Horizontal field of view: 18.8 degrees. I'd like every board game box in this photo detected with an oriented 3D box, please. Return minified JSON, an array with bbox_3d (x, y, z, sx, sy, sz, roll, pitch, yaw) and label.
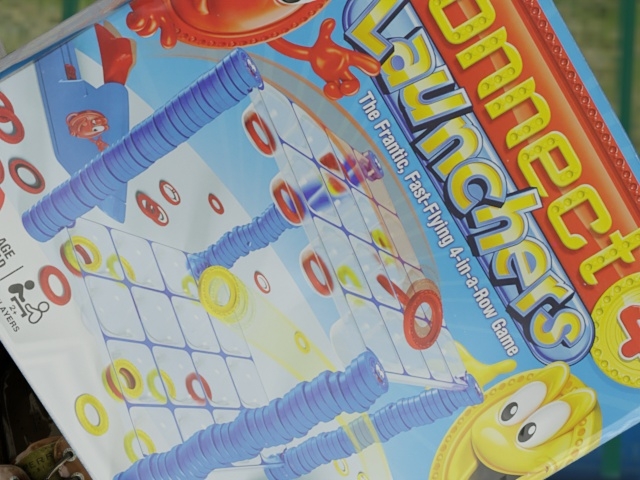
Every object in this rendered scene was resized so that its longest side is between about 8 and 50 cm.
[{"bbox_3d":[0.000,0.000,0.938,0.302,0.308,0.086,-31,-166,2],"label":"board game box"}]

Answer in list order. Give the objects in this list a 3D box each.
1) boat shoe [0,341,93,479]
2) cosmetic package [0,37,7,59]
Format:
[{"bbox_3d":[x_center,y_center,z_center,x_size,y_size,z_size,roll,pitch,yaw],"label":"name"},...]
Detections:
[{"bbox_3d":[-0.218,0.196,1.551,0.110,0.307,0.104,-26,145,-3],"label":"boat shoe"},{"bbox_3d":[-0.326,-0.074,1.341,0.238,0.127,0.107,-16,-161,1],"label":"cosmetic package"}]
